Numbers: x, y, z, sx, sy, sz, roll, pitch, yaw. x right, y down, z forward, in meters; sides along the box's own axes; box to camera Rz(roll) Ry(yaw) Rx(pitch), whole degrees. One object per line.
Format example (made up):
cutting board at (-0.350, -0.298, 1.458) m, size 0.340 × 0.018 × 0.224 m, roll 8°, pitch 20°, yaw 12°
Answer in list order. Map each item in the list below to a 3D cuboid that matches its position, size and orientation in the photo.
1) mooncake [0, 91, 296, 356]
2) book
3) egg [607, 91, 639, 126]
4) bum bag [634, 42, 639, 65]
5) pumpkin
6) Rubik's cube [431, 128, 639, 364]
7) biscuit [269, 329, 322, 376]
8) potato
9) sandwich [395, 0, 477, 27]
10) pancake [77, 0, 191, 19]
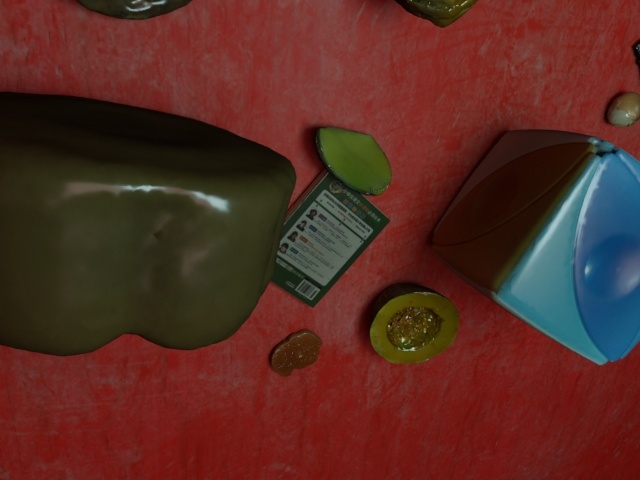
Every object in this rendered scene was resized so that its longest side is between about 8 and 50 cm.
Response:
mooncake at (-0.269, -0.036, 0.651) m, size 0.466 × 0.467 × 0.263 m, roll 7°, pitch 108°, yaw -25°
book at (0.000, 0.000, 1.021) m, size 0.202 × 0.027 × 0.264 m, roll 37°, pitch 97°, yaw -31°
egg at (0.735, -0.316, 1.157) m, size 0.071 × 0.071 × 0.083 m, roll 15°, pitch 92°, yaw -28°
bum bag at (0.785, -0.427, 1.146) m, size 0.058 × 0.034 × 0.124 m, roll -39°, pitch 122°, yaw 5°
pumpkin at (0.213, 0.185, 1.163) m, size 0.217 × 0.110 × 0.218 m, roll -6°, pitch 124°, yaw -9°
Rubik's cube at (0.491, -0.002, 1.006) m, size 0.351 × 0.347 × 0.352 m, roll 28°, pitch 100°, yaw -16°
biscuit at (-0.056, 0.262, 1.126) m, size 0.130 × 0.019 × 0.102 m, roll -31°, pitch 121°, yaw -7°
potato at (0.056, -0.158, 0.948) m, size 0.197 × 0.054 × 0.120 m, roll 17°, pitch 80°, yaw -35°
sandwich at (0.196, -0.513, 0.740) m, size 0.301 × 0.271 × 0.099 m, roll -46°, pitch 167°, yaw 4°
pancake at (-0.220, -0.400, 0.629) m, size 0.294 × 0.294 × 0.050 m, roll -24°, pitch 81°, yaw -11°
